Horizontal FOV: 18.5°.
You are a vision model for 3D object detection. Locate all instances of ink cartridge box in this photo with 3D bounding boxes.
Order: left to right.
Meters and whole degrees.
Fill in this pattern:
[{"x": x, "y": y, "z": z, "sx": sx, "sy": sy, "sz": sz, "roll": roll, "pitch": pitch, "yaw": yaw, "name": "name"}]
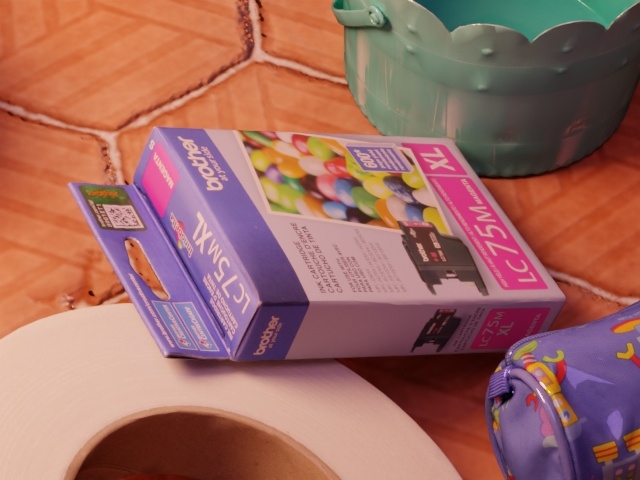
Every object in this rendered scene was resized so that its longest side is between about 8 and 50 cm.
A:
[{"x": 0.000, "y": 0.000, "z": 1.364, "sx": 0.311, "sy": 0.065, "sz": 0.186, "roll": -2, "pitch": 42, "yaw": -32, "name": "ink cartridge box"}]

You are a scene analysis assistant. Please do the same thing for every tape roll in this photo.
[{"x": -0.070, "y": 0.203, "z": 1.192, "sx": 0.392, "sy": 0.072, "sz": 0.392, "roll": 16, "pitch": 40, "yaw": -15, "name": "tape roll"}]

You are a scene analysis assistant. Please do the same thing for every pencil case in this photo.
[{"x": 0.255, "y": 0.083, "z": 1.358, "sx": 0.306, "sy": 0.119, "sz": 0.133, "roll": -23, "pitch": 81, "yaw": -22, "name": "pencil case"}]

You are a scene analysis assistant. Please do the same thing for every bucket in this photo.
[{"x": 0.141, "y": -0.197, "z": 1.534, "sx": 0.281, "sy": 0.183, "sz": 0.281, "roll": 3, "pitch": 51, "yaw": -3, "name": "bucket"}]
